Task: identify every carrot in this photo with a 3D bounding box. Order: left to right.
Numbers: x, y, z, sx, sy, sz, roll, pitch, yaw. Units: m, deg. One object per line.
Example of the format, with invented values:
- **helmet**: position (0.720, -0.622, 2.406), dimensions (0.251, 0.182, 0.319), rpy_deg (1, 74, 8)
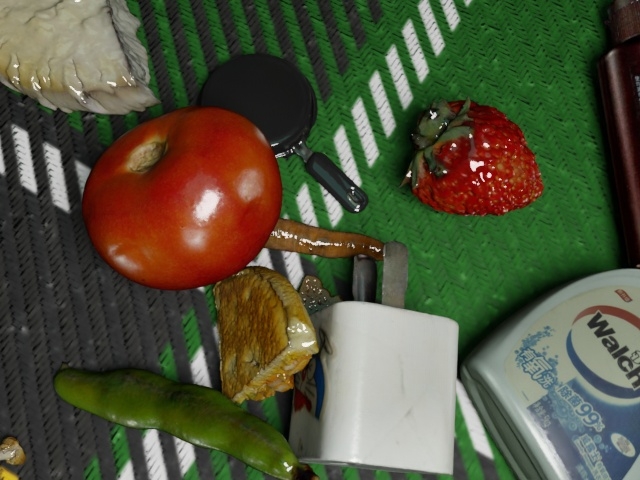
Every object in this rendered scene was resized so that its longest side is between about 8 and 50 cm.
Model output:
- **carrot**: position (0.000, 0.001, 0.763), dimensions (0.165, 0.036, 0.036), rpy_deg (11, 71, -3)

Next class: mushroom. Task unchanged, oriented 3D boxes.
- **mushroom**: position (-0.411, 0.165, 0.686), dimensions (0.286, 0.026, 0.028), rpy_deg (15, 55, 3)

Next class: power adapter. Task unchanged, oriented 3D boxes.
- **power adapter**: position (0.049, 0.103, 0.671), dimensions (0.125, 0.130, 0.205), rpy_deg (12, 69, -18)

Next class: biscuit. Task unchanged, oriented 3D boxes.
- **biscuit**: position (-0.296, -0.247, 0.801), dimensions (0.179, 0.084, 0.281), rpy_deg (-25, 75, -12)
- **biscuit**: position (-0.016, 0.083, 0.742), dimensions (0.092, 0.016, 0.082), rpy_deg (-28, 80, -11)

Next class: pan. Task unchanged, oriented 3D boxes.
- **pan**: position (-0.035, -0.117, 0.803), dimensions (0.235, 0.028, 0.136), rpy_deg (43, 74, 10)

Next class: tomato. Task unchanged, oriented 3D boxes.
- **tomato**: position (-0.127, -0.039, 0.700), dimensions (0.195, 0.136, 0.195), rpy_deg (-18, 45, 19)

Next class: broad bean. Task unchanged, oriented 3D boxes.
- **broad bean**: position (-0.123, 0.156, 0.661), dimensions (0.297, 0.043, 0.060), rpy_deg (12, 52, 25)

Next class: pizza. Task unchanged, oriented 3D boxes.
- **pizza**: position (-0.057, 0.090, 0.689), dimensions (0.046, 0.175, 0.134), rpy_deg (10, 108, -31)

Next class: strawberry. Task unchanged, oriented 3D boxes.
- **strawberry**: position (0.159, -0.081, 0.769), dimensions (0.131, 0.148, 0.131), rpy_deg (-20, 57, 33)

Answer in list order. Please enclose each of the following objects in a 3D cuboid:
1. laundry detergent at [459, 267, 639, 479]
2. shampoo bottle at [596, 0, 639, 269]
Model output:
- **laundry detergent**: position (0.297, 0.130, 0.703), dimensions (0.280, 0.105, 0.215), rpy_deg (-26, 74, -14)
- **shampoo bottle**: position (0.374, -0.123, 0.807), dimensions (0.129, 0.084, 0.323), rpy_deg (0, 70, -6)
